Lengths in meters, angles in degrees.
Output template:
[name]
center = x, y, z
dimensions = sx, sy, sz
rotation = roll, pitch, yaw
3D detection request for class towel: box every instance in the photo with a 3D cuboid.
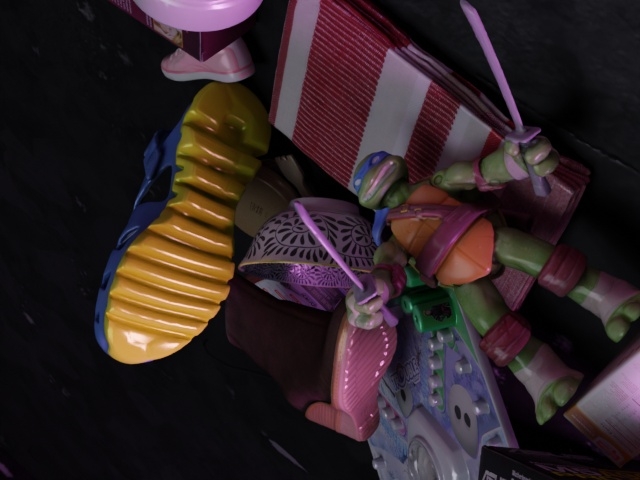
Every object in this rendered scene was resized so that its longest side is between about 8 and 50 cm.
[towel]
center = 0.088, -0.087, 1.192
dimensions = 0.329, 0.037, 0.237
rotation = 41, 150, 15

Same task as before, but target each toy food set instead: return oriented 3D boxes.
[toy food set]
center = -0.066, -0.052, 1.449
dimensions = 0.192, 0.038, 0.132
rotation = -5, 127, 43

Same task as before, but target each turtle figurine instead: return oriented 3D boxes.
[turtle figurine]
center = 0.123, 0.011, 1.019
dimensions = 0.266, 0.198, 0.274
rotation = 40, 155, 10

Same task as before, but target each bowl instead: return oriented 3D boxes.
[bowl]
center = 0.000, 0.000, 1.338
dimensions = 0.170, 0.170, 0.080
rotation = -11, 72, 57

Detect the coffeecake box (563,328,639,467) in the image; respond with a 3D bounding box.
[coffeecake box]
center = 0.293, 0.087, 1.009
dimensions = 0.068, 0.142, 0.185
rotation = 44, 151, 10

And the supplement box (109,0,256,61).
[supplement box]
center = -0.158, -0.275, 1.253
dimensions = 0.188, 0.081, 0.104
rotation = 35, 148, 24

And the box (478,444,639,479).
[box]
center = 0.291, 0.225, 1.031
dimensions = 0.270, 0.060, 0.216
rotation = 8, 179, -13

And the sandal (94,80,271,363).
[sandal]
center = -0.156, -0.015, 1.348
dimensions = 0.126, 0.317, 0.138
rotation = 33, 159, -28

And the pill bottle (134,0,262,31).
[pill bottle]
center = -0.094, -0.313, 1.040
dimensions = 0.162, 0.162, 0.278
rotation = 39, 150, 16

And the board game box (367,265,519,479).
[board game box]
center = 0.111, 0.248, 1.328
dimensions = 0.390, 0.050, 0.389
rotation = 126, 128, -67

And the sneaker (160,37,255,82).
[sneaker]
center = -0.126, -0.206, 1.327
dimensions = 0.134, 0.051, 0.070
rotation = 11, 130, 46

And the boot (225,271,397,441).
[boot]
center = -0.027, 0.096, 1.303
dimensions = 0.207, 0.090, 0.248
rotation = 35, 151, 23

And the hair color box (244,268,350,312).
[hair color box]
center = -0.031, 0.065, 1.502
dimensions = 0.093, 0.053, 0.167
rotation = 45, 154, -11
